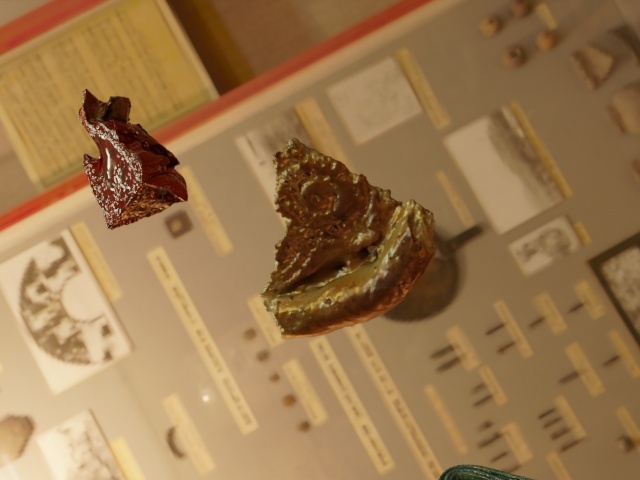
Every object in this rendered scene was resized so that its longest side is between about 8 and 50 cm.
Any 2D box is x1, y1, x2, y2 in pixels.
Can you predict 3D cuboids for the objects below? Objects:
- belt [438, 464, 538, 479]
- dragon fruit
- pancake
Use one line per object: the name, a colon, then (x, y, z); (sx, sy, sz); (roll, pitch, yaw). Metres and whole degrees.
belt: (0.201, 0.293, 1.196); (0.179, 0.100, 0.065); (-1, 124, 33)
dragon fruit: (-0.247, -0.110, 1.429); (0.192, 0.092, 0.122); (51, 131, 28)
pancake: (0.000, 0.000, 1.294); (0.244, 0.266, 0.057); (56, -150, -22)
